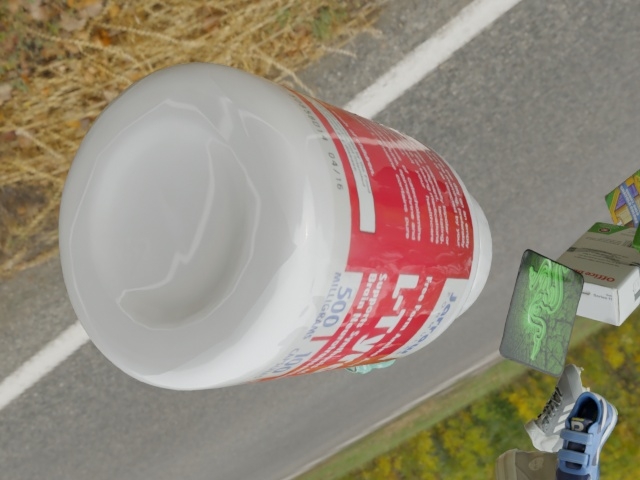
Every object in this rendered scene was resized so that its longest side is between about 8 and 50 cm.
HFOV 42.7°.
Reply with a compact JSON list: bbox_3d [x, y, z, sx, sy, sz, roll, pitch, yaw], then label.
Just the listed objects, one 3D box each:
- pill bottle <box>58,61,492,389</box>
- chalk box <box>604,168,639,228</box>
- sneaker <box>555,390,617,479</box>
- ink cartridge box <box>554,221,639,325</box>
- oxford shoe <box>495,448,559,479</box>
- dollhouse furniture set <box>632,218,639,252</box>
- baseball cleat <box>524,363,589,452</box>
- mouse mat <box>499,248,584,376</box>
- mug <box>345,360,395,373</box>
[{"bbox_3d":[0.000,0.000,0.718,0.229,0.229,0.408,-37,159,24],"label":"pill bottle"},{"bbox_3d":[0.796,-0.082,1.830,0.180,0.179,0.289,-16,168,-6],"label":"chalk box"},{"bbox_3d":[0.321,0.252,1.015,0.053,0.144,0.059,2,146,41],"label":"sneaker"},{"bbox_3d":[0.542,0.058,1.547,0.208,0.153,0.087,-34,123,-33],"label":"ink cartridge box"},{"bbox_3d":[0.306,0.430,0.990,0.130,0.449,0.169,-18,122,17],"label":"oxford shoe"},{"bbox_3d":[0.673,-0.088,1.350,0.151,0.197,0.301,23,85,-47],"label":"dollhouse furniture set"},{"bbox_3d":[0.440,0.326,1.533,0.109,0.072,0.206,-7,115,-1],"label":"baseball cleat"},{"bbox_3d":[0.378,0.124,1.390,0.153,0.189,0.007,22,167,-27],"label":"mouse mat"},{"bbox_3d":[0.096,0.265,2.008,0.097,0.129,0.158,-48,-164,-26],"label":"mug"}]
